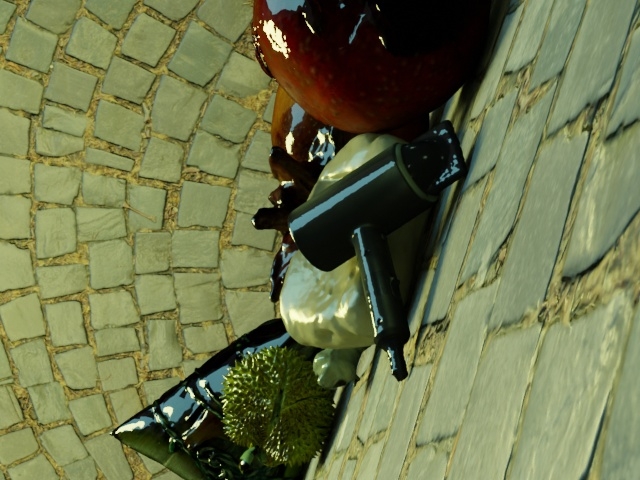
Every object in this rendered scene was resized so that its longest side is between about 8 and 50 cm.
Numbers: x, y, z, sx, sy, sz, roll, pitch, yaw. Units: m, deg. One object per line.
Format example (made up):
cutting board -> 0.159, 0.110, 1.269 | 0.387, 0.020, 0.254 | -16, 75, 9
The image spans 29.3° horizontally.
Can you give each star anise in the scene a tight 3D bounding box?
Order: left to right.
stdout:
star anise -> -0.004, -0.034, 1.588 | 0.102, 0.272, 0.272 | 17, 89, 47

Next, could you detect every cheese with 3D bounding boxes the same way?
cheese -> 0.048, -0.002, 1.384 | 0.159, 0.093, 0.263 | -11, 55, 46

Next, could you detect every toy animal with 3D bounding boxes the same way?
toy animal -> 0.037, 0.076, 1.489 | 0.121, 0.093, 0.225 | 75, -159, -60

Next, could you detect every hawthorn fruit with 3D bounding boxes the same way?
hawthorn fruit -> 0.061, -0.266, 1.420 | 0.316, 0.316, 0.316 | -162, 90, -88

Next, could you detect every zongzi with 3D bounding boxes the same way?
zongzi -> -0.088, 0.251, 2.027 | 0.383, 0.319, 0.362 | -54, -6, 8

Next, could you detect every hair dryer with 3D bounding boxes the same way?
hair dryer -> 0.077, 0.020, 1.203 | 0.195, 0.078, 0.248 | -33, 49, 26

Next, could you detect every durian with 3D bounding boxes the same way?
durian -> -0.050, 0.235, 1.718 | 0.146, 0.159, 0.198 | -61, -38, -38

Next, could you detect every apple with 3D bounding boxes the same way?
apple -> 0.032, -0.165, 1.709 | 0.230, 0.230, 0.230 | -162, 90, -88

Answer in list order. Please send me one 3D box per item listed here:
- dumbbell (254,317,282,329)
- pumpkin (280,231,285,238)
dumbbell -> -0.076, 0.239, 2.308 | 0.218, 0.152, 0.153 | -87, 15, -83
pumpkin -> -0.001, 0.002, 2.283 | 0.278, 0.163, 0.111 | -73, 3, -60
